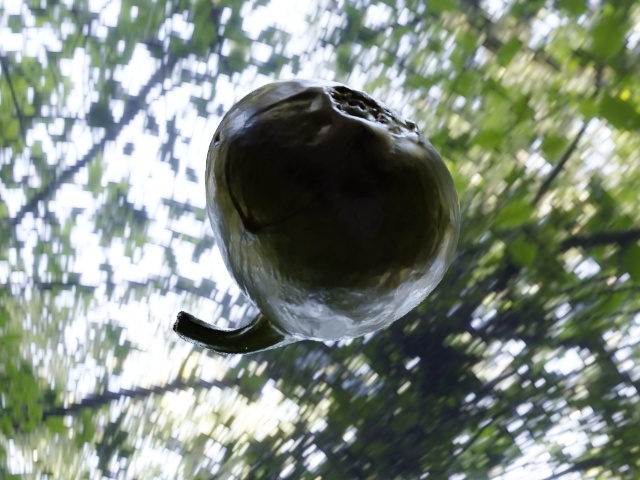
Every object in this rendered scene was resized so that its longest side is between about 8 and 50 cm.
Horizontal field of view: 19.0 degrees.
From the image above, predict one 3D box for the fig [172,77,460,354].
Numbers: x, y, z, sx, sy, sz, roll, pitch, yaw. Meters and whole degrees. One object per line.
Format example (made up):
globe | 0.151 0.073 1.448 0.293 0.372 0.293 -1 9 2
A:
fig | 0.000 0.000 0.615 0.084 0.082 0.098 14 -64 -7
